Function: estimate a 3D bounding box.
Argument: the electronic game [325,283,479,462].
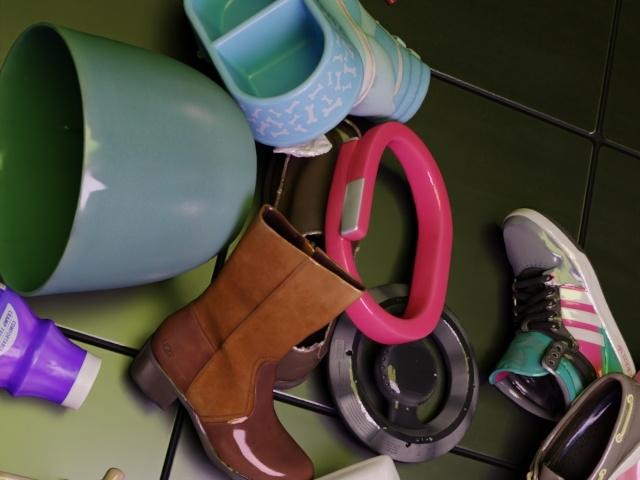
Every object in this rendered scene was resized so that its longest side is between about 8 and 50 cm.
[{"bbox_3d":[0.107,0.167,1.552,0.229,0.048,0.229,10,70,-29],"label":"electronic game"}]

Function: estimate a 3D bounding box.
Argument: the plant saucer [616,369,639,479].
[{"bbox_3d":[0.525,0.303,1.631,0.332,0.084,0.332,1,87,-30],"label":"plant saucer"}]

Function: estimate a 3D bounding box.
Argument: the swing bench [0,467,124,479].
[{"bbox_3d":[-0.328,0.342,1.216,0.165,0.253,0.255,17,71,-18],"label":"swing bench"}]

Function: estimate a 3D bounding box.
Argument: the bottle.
[{"bbox_3d":[-0.381,0.099,1.345,0.283,0.092,0.118,29,69,-13],"label":"bottle"}]

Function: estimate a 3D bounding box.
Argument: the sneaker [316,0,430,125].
[{"bbox_3d":[0.033,-0.273,1.611,0.208,0.127,0.319,20,43,-47],"label":"sneaker"}]

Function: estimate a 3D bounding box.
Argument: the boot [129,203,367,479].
[{"bbox_3d":[-0.042,0.132,1.385,0.264,0.280,0.096,45,25,2],"label":"boot"}]

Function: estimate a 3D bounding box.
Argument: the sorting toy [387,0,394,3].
[{"bbox_3d":[0.148,-0.450,1.731,0.274,0.046,0.132,-39,93,-25],"label":"sorting toy"}]

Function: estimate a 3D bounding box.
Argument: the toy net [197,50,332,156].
[{"bbox_3d":[-0.081,-0.162,1.515,0.232,0.045,0.122,30,51,15],"label":"toy net"}]

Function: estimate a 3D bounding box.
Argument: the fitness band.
[{"bbox_3d":[0.088,-0.011,1.510,0.209,0.054,0.291,46,43,-37],"label":"fitness band"}]

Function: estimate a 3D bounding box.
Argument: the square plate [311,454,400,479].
[{"bbox_3d":[-0.016,0.449,1.341,0.344,0.049,0.347,-16,77,-17],"label":"square plate"}]

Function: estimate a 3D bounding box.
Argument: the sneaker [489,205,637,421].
[{"bbox_3d":[0.282,0.115,1.605,0.178,0.124,0.295,-28,90,-35],"label":"sneaker"}]

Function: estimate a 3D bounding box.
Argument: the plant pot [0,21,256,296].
[{"bbox_3d":[-0.214,-0.081,1.364,0.235,0.293,0.293,3,75,-34],"label":"plant pot"}]

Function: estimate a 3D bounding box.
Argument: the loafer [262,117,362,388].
[{"bbox_3d":[0.000,0.000,1.507,0.134,0.130,0.366,14,72,-19],"label":"loafer"}]

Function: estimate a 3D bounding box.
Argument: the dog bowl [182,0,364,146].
[{"bbox_3d":[-0.067,-0.247,1.463,0.166,0.074,0.297,-32,56,5],"label":"dog bowl"}]

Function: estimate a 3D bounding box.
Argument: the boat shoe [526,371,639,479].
[{"bbox_3d":[0.305,0.297,1.527,0.091,0.109,0.305,38,88,-37],"label":"boat shoe"}]
